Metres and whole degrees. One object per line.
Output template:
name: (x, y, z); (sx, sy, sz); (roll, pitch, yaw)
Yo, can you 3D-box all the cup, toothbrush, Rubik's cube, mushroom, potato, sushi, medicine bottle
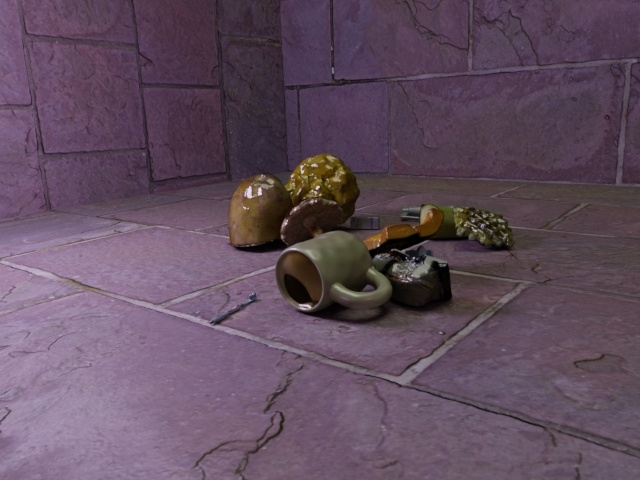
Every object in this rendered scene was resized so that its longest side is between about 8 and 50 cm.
cup: (0.045, 0.070, 1.331); (0.255, 0.173, 0.202); (-4, 10, 44)
toothbrush: (-0.209, 0.165, 1.340); (0.013, 0.019, 0.193); (5, 17, 26)
Rubik's cube: (0.278, 0.058, 1.578); (0.084, 0.075, 0.073); (-24, -14, 36)
mushroom: (-0.031, -0.016, 1.842); (0.208, 0.233, 0.301); (20, 35, -9)
potato: (-0.224, -0.123, 2.012); (0.289, 0.237, 0.301); (-5, 12, 31)
sushi: (0.188, 0.096, 1.383); (0.273, 0.134, 0.109); (18, 51, 40)
medicine bottle: (0.453, -0.110, 2.331); (0.221, 0.061, 0.092); (3, 33, 24)

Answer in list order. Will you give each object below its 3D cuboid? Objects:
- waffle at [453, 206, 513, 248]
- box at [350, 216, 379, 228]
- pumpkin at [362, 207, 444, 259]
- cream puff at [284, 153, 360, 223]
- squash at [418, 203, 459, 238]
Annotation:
waffle: (0.558, -0.049, 1.872); (0.204, 0.054, 0.223); (16, 34, -1)
box: (0.179, -0.071, 2.212); (0.117, 0.050, 0.036); (-1, 6, 10)
pumpkin: (0.199, -0.002, 1.580); (0.290, 0.095, 0.258); (-27, -14, 24)
cream puff: (-0.025, -0.182, 2.191); (0.325, 0.291, 0.257); (-6, 14, 43)
squash: (0.506, -0.058, 1.988); (0.288, 0.137, 0.137); (6, 13, 2)
